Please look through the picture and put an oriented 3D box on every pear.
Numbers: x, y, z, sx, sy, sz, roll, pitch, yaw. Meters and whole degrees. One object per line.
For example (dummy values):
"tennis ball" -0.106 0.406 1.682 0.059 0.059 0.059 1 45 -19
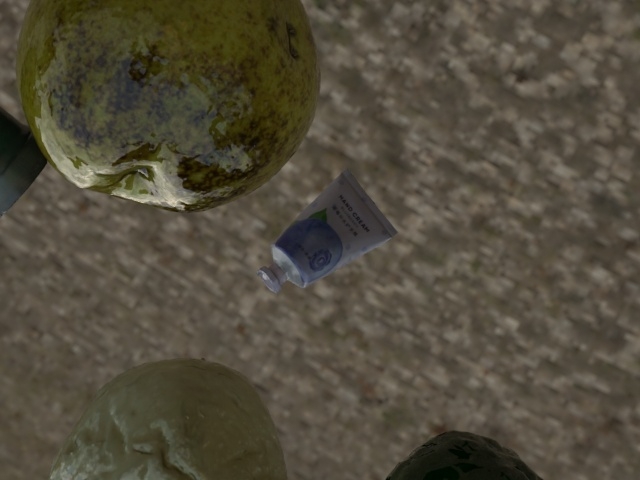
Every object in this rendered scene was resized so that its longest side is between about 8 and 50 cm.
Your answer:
"pear" -0.099 -0.108 0.978 0.197 0.197 0.197 25 157 12

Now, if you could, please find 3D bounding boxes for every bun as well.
"bun" -0.187 0.303 1.655 0.227 0.352 0.349 9 -164 -31

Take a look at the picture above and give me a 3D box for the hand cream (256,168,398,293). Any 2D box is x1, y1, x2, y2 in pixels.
"hand cream" 0.000 0.000 1.513 0.084 0.142 0.053 52 165 1

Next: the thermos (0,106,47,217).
"thermos" -0.274 -0.091 1.005 0.188 0.083 0.073 41 161 -17

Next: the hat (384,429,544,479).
"hat" 0.059 0.315 1.033 0.285 0.400 0.285 25 131 34
